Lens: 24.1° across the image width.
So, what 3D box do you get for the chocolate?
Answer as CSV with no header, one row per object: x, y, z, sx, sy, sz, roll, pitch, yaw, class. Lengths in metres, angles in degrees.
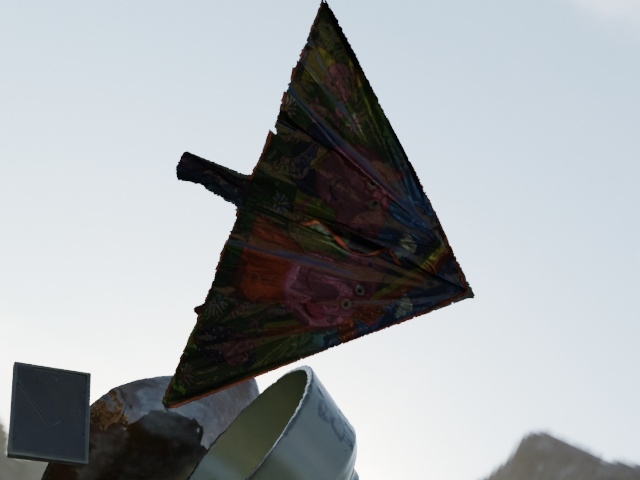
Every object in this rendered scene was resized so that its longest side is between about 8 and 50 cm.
-0.158,0.220,1.560,0.080,0.157,0.254,47,24,25,chocolate

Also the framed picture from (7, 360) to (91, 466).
-0.218,0.139,1.207,0.066,0.089,0.007,10,-42,-18,framed picture

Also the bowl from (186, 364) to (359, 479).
-0.039,0.231,1.437,0.112,0.211,0.211,40,-22,-10,bowl

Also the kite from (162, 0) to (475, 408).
0.000,0.000,1.073,0.234,0.321,0.016,23,9,5,kite
